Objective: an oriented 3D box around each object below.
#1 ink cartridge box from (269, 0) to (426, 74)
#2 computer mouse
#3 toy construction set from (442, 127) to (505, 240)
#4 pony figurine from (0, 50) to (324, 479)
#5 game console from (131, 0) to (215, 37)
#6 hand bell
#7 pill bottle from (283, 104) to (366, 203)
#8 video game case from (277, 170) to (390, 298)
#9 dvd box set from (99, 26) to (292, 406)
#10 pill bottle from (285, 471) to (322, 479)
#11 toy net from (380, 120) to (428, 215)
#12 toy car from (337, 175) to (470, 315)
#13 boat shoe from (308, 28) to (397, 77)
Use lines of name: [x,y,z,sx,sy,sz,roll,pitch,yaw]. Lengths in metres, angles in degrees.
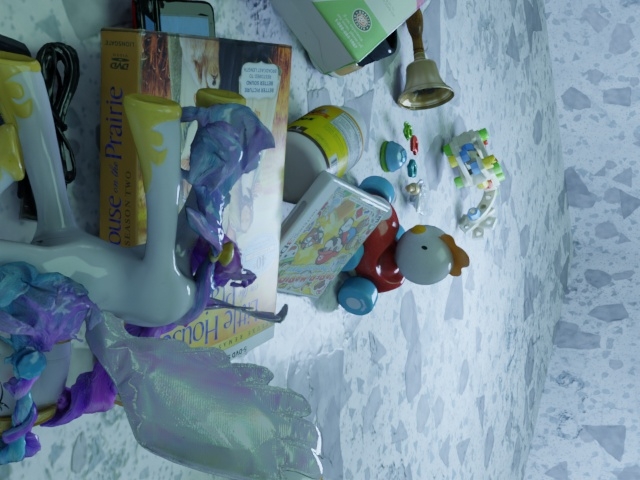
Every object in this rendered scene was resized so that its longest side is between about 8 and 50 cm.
ink cartridge box: [0.089,-0.448,1.179,0.353,0.119,0.207,-44,107,-18]
computer mouse: [-0.324,-0.127,0.688,0.272,0.072,0.188,26,67,-72]
toy construction set: [0.414,-0.159,1.991,0.328,0.151,0.215,69,10,-49]
pony figurine: [-0.163,0.043,0.688,0.303,0.351,0.363,-123,-138,-64]
game console: [-0.174,-0.228,0.932,0.124,0.085,0.144,-111,-163,-83]
hand bell: [0.218,-0.425,1.690,0.126,0.126,0.242,17,64,-61]
pill bottle: [-0.003,-0.148,1.234,0.215,0.117,0.117,-44,129,-54]
video game case: [0.000,0.000,1.217,0.206,0.026,0.227,-52,153,10]
dvd box set: [-0.148,-0.039,0.951,0.307,0.062,0.420,-17,115,-59]
pill bottle: [-0.054,0.390,1.153,0.117,0.117,0.208,-7,97,-62]
toy net: [0.195,-0.149,1.693,0.232,0.045,0.122,61,38,-46]
toy car: [0.162,0.008,1.422,0.219,0.238,0.210,-59,140,-45]
boat shoe: [0.080,-0.533,1.346,0.187,0.156,0.500,22,70,-59]
